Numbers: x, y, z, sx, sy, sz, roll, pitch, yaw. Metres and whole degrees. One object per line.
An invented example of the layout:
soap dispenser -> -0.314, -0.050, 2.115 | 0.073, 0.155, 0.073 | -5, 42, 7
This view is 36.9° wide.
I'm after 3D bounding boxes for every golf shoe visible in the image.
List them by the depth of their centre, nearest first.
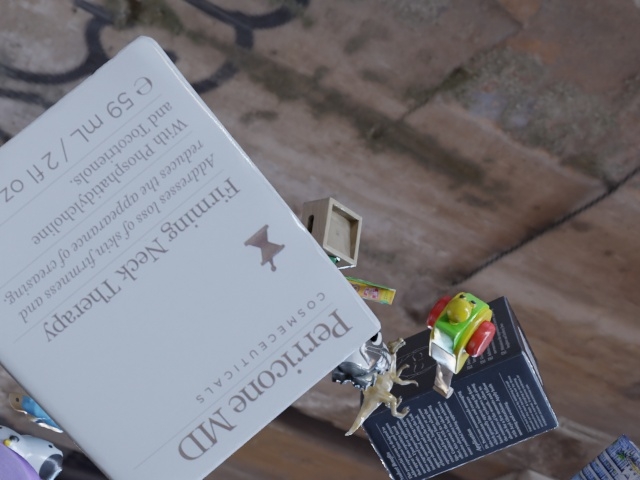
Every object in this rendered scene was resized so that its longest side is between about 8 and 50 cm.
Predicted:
golf shoe -> 0.068, 0.149, 1.393 | 0.198, 0.077, 0.094 | -41, 140, -80

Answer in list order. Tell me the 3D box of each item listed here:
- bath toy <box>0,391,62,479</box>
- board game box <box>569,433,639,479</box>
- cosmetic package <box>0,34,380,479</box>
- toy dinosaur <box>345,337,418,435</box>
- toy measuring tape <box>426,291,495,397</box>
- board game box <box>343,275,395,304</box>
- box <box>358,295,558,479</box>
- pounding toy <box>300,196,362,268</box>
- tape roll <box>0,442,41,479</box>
bath toy -> -0.531, 0.436, 1.614 | 0.129, 0.151, 0.348 | -13, -123, 68
board game box -> 0.424, 0.412, 1.376 | 0.194, 0.060, 0.194 | -45, -123, 11
cosmetic package -> -0.199, 0.023, 1.109 | 0.329, 0.394, 0.327 | -40, -167, -3
toy dinosaur -> 0.099, 0.249, 1.564 | 0.183, 0.092, 0.053 | -62, -161, -16
toy measuring tape -> 0.256, 0.182, 1.755 | 0.330, 0.121, 0.121 | 81, 20, -59
board game box -> 0.067, 0.086, 1.724 | 0.259, 0.124, 0.039 | 79, 26, -84
box -> 0.306, 0.345, 2.214 | 0.395, 0.212, 0.293 | -24, -162, 12
pounding toy -> 0.000, 0.000, 1.945 | 0.100, 0.130, 0.141 | -10, -118, 39
tape roll -> -0.543, 0.422, 1.410 | 0.090, 0.274, 0.275 | 91, 16, -68
